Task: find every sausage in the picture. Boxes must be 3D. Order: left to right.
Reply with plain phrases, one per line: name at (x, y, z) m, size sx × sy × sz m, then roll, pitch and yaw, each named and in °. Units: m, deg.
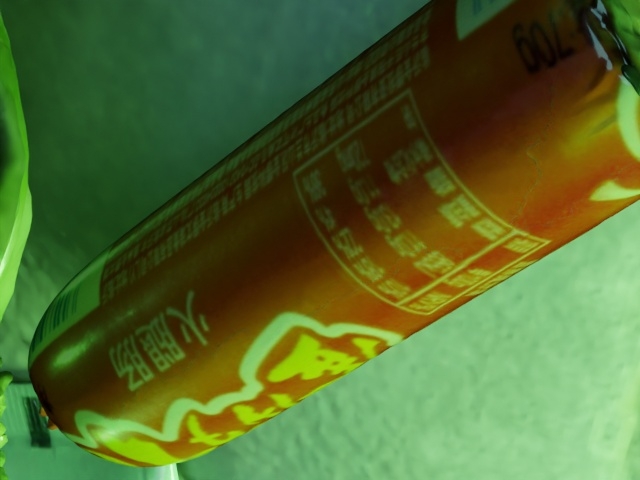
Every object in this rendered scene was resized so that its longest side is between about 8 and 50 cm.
sausage at (0.000, 0.000, 0.494) m, size 0.264 × 0.083 × 0.083 m, roll -34°, pitch 97°, yaw 39°

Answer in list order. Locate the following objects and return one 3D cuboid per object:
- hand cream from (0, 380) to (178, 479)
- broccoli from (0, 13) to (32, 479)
hand cream at (-0.071, 0.200, 0.656) m, size 0.109 × 0.067 × 0.321 m, roll -2°, pitch 110°, yaw 30°
broccoli at (-0.158, -0.008, 0.520) m, size 0.254 × 0.302 × 0.186 m, roll -2°, pitch 145°, yaw 41°
